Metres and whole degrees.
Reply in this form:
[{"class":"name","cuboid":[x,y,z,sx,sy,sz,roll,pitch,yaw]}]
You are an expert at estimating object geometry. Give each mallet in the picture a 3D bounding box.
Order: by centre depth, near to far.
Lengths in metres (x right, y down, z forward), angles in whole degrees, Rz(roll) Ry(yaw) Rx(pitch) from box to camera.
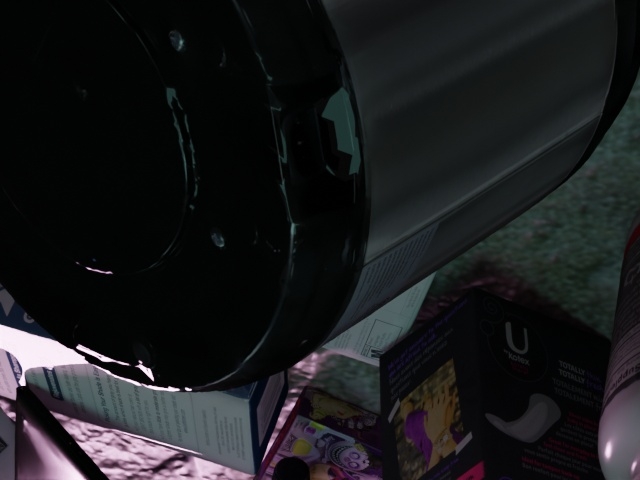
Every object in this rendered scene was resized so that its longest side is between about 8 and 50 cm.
[{"class":"mallet","cuboid":[0.040,0.268,1.541,0.190,0.039,0.062,17,135,-2]}]

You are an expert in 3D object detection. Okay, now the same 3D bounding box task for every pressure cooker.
[{"class":"pressure cooker","cuboid":[-0.005,-0.139,0.969,0.370,0.420,0.375,-1,112,47]}]

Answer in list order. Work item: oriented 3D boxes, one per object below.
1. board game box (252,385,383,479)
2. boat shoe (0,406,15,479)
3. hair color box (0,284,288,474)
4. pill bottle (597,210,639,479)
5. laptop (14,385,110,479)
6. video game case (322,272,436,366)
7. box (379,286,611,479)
[{"class":"board game box","cuboid":[0.021,0.302,1.635,0.208,0.056,0.347,20,136,-6]},{"class":"boat shoe","cuboid":[-0.363,0.212,1.672,0.070,0.078,0.219,34,155,34]},{"class":"hair color box","cuboid":[-0.208,0.092,1.430,0.347,0.105,0.174,16,150,9]},{"class":"pill bottle","cuboid":[0.301,0.113,1.150,0.176,0.318,0.176,9,135,9]},{"class":"laptop","cuboid":[-0.100,0.309,1.586,0.408,0.236,0.382,46,152,15]},{"class":"video game case","cuboid":[0.000,0.000,1.347,0.210,0.041,0.232,20,136,1]},{"class":"box","cuboid":[0.155,0.203,1.305,0.165,0.270,0.143,22,139,-26]}]
